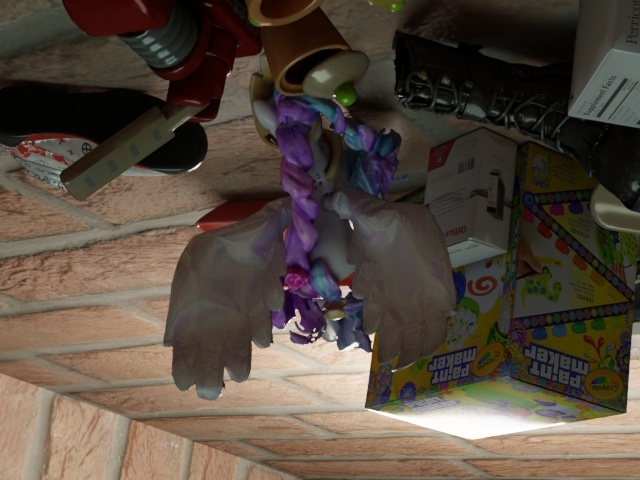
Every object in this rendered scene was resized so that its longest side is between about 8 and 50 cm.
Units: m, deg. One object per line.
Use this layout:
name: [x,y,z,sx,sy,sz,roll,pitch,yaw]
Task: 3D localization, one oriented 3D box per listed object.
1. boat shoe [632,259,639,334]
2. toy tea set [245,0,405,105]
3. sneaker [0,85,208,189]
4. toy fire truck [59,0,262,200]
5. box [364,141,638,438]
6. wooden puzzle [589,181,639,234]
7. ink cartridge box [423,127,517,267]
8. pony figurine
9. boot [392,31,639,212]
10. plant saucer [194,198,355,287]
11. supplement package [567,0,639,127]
boat shoe: [0.358,0.076,1.846,0.302,0.091,0.114,-11,-163,41]
toy tea set: [0.027,-0.202,1.053,0.200,0.124,0.336,-25,160,-3]
sneaker: [-0.252,-0.112,1.584,0.270,0.090,0.145,9,162,10]
toy fire truck: [-0.154,-0.171,1.138,0.158,0.246,0.217,-2,158,27]
box: [0.214,0.073,1.609,0.177,0.279,0.290,19,158,-26]
wooden puzzle: [0.468,-0.094,1.351,0.322,0.081,0.348,8,156,0]
ink cartridge box: [0.167,-0.045,1.513,0.056,0.135,0.099,19,158,-29]
pony figurine: [0.000,-0.001,1.432,0.302,0.351,0.363,-8,161,12]
boot: [0.178,-0.115,1.225,0.229,0.091,0.263,9,-156,-13]
plant saucer: [0.000,0.000,1.844,0.258,0.048,0.259,-2,158,28]
supplement package: [0.342,-0.166,1.100,0.244,0.139,0.134,9,162,-2]
